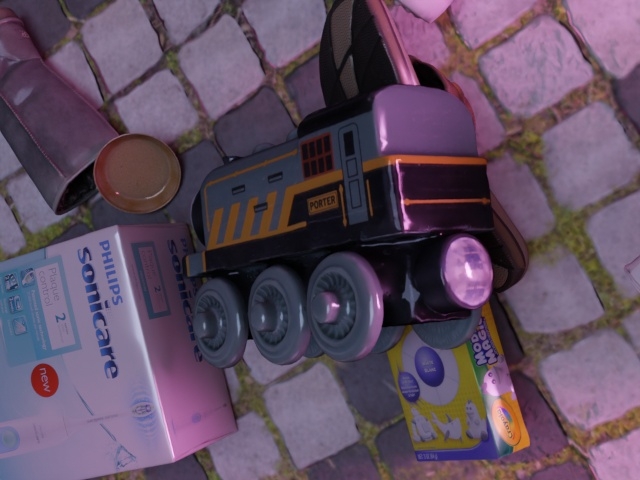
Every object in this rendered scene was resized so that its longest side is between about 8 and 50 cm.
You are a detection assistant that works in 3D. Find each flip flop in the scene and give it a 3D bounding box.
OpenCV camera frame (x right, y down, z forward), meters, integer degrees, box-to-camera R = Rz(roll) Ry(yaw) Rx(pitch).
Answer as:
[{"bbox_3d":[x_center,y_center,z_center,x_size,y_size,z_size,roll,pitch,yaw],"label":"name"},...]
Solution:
[{"bbox_3d":[0.092,-0.085,0.769,0.277,0.080,0.112,55,150,-2],"label":"flip flop"}]

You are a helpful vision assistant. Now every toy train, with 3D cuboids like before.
[{"bbox_3d":[0.000,0.000,0.737,0.334,0.142,0.190,-13,80,53],"label":"toy train"}]

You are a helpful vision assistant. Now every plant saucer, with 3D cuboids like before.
[{"bbox_3d":[-0.178,-0.067,0.902,0.083,0.015,0.083,-3,114,-7],"label":"plant saucer"}]

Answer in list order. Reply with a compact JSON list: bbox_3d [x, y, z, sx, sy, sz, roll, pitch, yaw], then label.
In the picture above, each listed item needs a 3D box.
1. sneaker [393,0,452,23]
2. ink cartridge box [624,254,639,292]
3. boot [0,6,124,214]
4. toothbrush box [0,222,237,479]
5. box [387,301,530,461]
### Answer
[{"bbox_3d":[0.032,-0.357,0.752,0.150,0.135,0.366,-34,80,24],"label":"sneaker"},{"bbox_3d":[0.352,-0.042,0.566,0.117,0.207,0.283,51,121,15],"label":"ink cartridge box"},{"bbox_3d":[-0.317,-0.110,0.954,0.189,0.076,0.208,-41,84,20],"label":"boot"},{"bbox_3d":[-0.255,0.122,0.903,0.295,0.126,0.216,-14,87,22],"label":"toothbrush box"},{"bbox_3d":[0.102,0.091,0.770,0.105,0.043,0.179,-22,81,54],"label":"box"}]
